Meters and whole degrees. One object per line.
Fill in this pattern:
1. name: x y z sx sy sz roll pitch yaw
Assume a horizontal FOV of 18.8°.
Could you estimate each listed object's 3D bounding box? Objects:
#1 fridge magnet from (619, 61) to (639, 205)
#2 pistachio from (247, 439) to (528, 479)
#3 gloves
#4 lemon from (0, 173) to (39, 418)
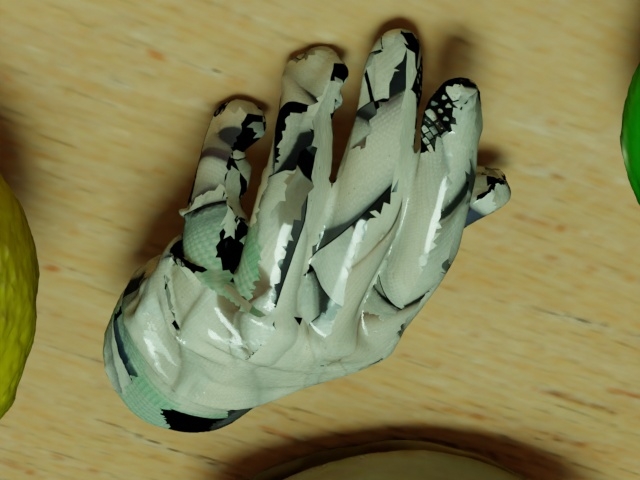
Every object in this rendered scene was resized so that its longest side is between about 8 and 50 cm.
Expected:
1. fridge magnet: 0.223 -0.054 0.766 0.208 0.088 0.208 1 139 0
2. pistachio: 0.039 0.174 0.991 0.215 0.144 0.144 6 138 3
3. gloves: -0.003 0.006 0.825 0.127 0.111 0.212 29 138 -21
4. lemon: -0.208 0.017 0.786 0.180 0.181 0.193 0 147 0
